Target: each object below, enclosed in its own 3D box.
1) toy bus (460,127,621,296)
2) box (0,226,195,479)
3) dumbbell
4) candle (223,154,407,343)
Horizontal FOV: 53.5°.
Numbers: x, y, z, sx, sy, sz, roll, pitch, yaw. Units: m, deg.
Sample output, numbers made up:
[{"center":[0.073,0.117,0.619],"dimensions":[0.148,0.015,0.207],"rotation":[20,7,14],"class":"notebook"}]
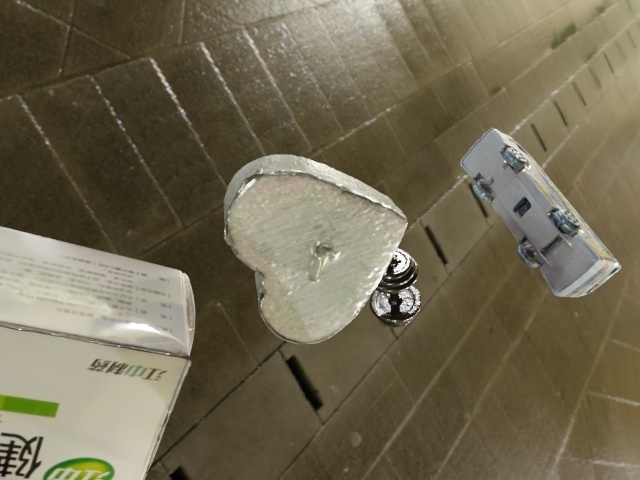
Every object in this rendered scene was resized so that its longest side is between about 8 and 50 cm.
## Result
[{"center":[0.386,-0.054,1.128],"dimensions":[0.136,0.109,0.330],"rotation":[8,44,-39],"class":"toy bus"},{"center":[-0.286,0.090,0.507],"dimensions":[0.333,0.173,0.145],"rotation":[15,21,-22],"class":"box"},{"center":[0.134,0.088,1.163],"dimensions":[0.208,0.099,0.099],"rotation":[77,29,-42],"class":"dumbbell"},{"center":[0.000,0.000,0.617],"dimensions":[0.068,0.168,0.192],"rotation":[-118,-171,-61],"class":"candle"}]
